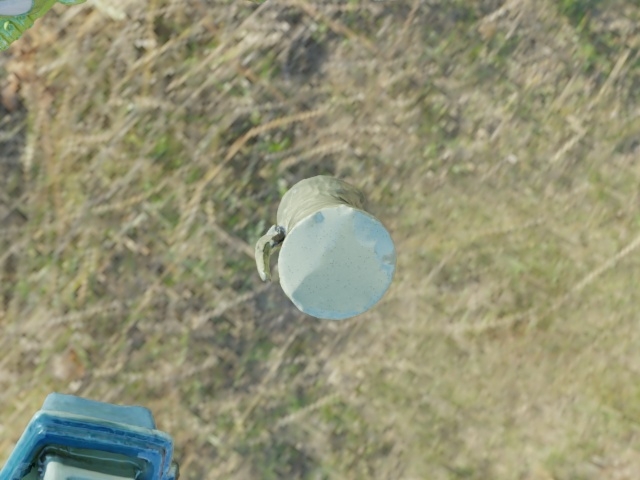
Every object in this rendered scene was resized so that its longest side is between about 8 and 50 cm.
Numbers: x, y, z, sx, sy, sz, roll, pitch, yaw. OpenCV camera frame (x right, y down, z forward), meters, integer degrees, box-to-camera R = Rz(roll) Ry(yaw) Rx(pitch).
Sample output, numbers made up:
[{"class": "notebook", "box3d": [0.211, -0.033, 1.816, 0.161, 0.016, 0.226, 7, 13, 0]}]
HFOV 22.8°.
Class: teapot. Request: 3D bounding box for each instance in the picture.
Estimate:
[{"class": "teapot", "box3d": [0.000, 0.000, 0.778, 0.067, 0.083, 0.057, -17, 111, 1]}]

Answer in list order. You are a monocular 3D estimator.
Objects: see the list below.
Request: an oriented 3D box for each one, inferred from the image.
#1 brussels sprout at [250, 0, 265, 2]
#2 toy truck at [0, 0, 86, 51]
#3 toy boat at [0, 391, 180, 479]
[{"class": "brussels sprout", "box3d": [-0.013, -0.150, 0.819, 0.046, 0.083, 0.051, -161, 64, -64]}, {"class": "toy truck", "box3d": [-0.293, -0.279, 1.555, 0.148, 0.187, 0.211, 48, 162, 31]}, {"class": "toy boat", "box3d": [-0.147, 0.198, 0.867, 0.109, 0.098, 0.238, 13, 123, -16]}]
